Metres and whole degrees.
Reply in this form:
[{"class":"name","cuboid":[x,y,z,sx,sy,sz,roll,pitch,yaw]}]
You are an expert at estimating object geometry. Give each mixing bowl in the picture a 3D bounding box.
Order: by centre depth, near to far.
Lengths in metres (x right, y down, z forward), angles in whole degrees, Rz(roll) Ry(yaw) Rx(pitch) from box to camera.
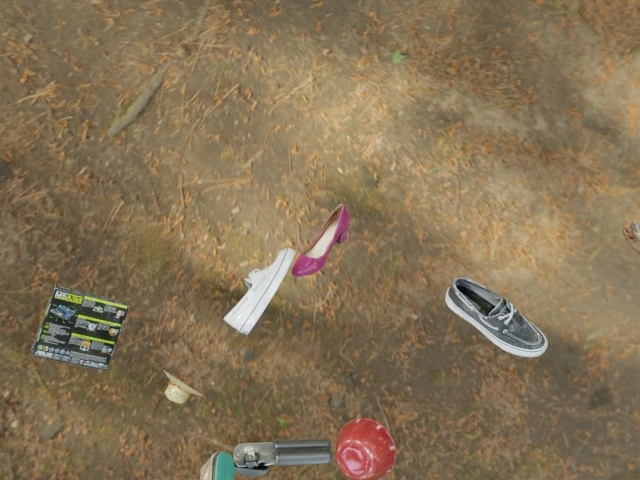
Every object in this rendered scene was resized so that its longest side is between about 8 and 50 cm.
[{"class":"mixing bowl","cuboid":[0.112,0.601,1.798,0.182,0.098,0.181,0,91,24]}]

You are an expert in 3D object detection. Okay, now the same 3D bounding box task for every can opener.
[{"class":"can opener","cuboid":[-0.111,0.627,1.852,0.284,0.076,0.095,0,127,-7]}]

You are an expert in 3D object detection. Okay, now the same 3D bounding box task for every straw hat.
[{"class":"straw hat","cuboid":[-0.414,0.440,1.863,0.144,0.144,0.061,37,74,-16]}]

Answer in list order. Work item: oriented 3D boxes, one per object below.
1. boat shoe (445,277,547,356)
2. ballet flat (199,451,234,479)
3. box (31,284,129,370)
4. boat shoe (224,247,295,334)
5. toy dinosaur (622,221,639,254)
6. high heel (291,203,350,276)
[{"class":"boat shoe","cuboid":[0.481,0.200,1.733,0.301,0.102,0.108,36,63,18]},{"class":"ballet flat","cuboid":[-0.284,0.706,1.658,0.106,0.316,0.108,-35,119,28]},{"class":"box","cuboid":[-0.608,0.223,1.627,0.191,0.045,0.184,18,91,-27]},{"class":"boat shoe","cuboid":[-0.154,0.114,1.643,0.084,0.095,0.258,32,66,-4]},{"class":"toy dinosaur","cuboid":[0.469,0.091,0.752,0.127,0.200,0.295,-7,68,8]},{"class":"high heel","cuboid":[0.000,0.000,1.781,0.244,0.082,0.117,-36,135,-31]}]
